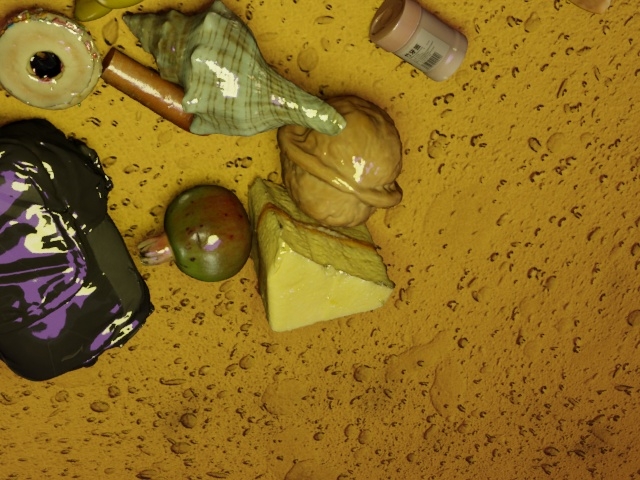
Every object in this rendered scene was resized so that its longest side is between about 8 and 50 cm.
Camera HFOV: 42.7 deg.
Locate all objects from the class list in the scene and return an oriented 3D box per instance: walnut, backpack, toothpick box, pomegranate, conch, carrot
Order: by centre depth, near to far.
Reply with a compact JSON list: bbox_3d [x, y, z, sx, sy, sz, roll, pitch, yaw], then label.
[{"bbox_3d":[-0.155,-0.252,1.305,0.386,0.169,0.203,40,131,11],"label":"conch"},{"bbox_3d":[-0.483,0.036,1.374,0.363,0.255,0.445,-27,110,-2],"label":"backpack"},{"bbox_3d":[-0.264,-0.243,1.385,0.225,0.067,0.067,29,108,-27],"label":"carrot"},{"bbox_3d":[0.037,-0.137,1.428,0.257,0.257,0.224,21,111,-27],"label":"walnut"},{"bbox_3d":[0.172,-0.355,1.434,0.149,0.098,0.098,24,110,-29],"label":"toothpick box"},{"bbox_3d":[-0.227,-0.006,1.474,0.210,0.180,0.180,-14,123,-12],"label":"pomegranate"}]

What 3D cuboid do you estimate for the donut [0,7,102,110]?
[{"bbox_3d":[-0.431,-0.288,1.293,0.175,0.068,0.174,-6,130,-8],"label":"donut"}]

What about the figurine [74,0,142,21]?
[{"bbox_3d":[-0.331,-0.454,1.179,0.218,0.169,0.326,-19,123,13],"label":"figurine"}]

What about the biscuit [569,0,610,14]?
[{"bbox_3d":[0.491,-0.571,1.441,0.205,0.040,0.309,10,116,-23],"label":"biscuit"}]

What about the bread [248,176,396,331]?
[{"bbox_3d":[0.000,0.000,1.493,0.236,0.263,0.198,-7,126,-11],"label":"bread"}]
